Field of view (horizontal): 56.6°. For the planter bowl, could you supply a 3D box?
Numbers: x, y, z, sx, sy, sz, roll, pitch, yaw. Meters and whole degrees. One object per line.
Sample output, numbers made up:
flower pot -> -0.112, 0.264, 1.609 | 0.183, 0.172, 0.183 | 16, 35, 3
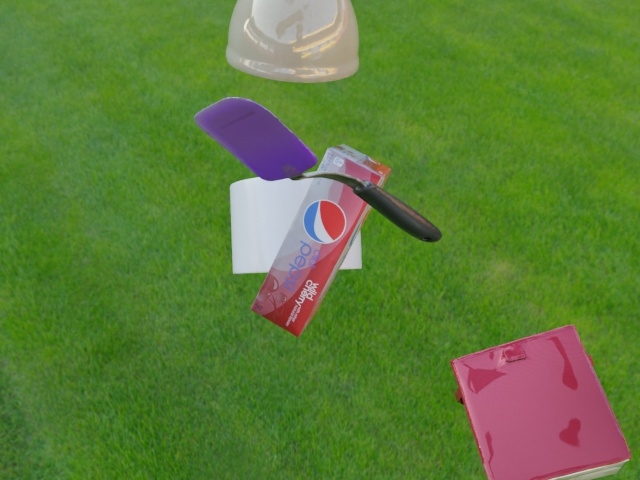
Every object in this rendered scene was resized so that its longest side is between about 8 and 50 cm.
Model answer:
planter bowl -> -0.029, -0.263, 0.694 | 0.162, 0.109, 0.162 | 4, 34, -3

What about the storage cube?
storage cube -> 0.324, 0.265, 0.892 | 0.215, 0.183, 0.193 | -18, 59, 10

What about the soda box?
soda box -> 0.000, 0.000, 0.840 | 0.084, 0.263, 0.092 | 29, 19, 7

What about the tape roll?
tape roll -> -0.046, -0.025, 1.121 | 0.246, 0.246, 0.169 | -2, 86, -5

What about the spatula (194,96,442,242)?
spatula -> 0.021, -0.053, 0.566 | 0.297, 0.084, 0.030 | 22, 68, -37
